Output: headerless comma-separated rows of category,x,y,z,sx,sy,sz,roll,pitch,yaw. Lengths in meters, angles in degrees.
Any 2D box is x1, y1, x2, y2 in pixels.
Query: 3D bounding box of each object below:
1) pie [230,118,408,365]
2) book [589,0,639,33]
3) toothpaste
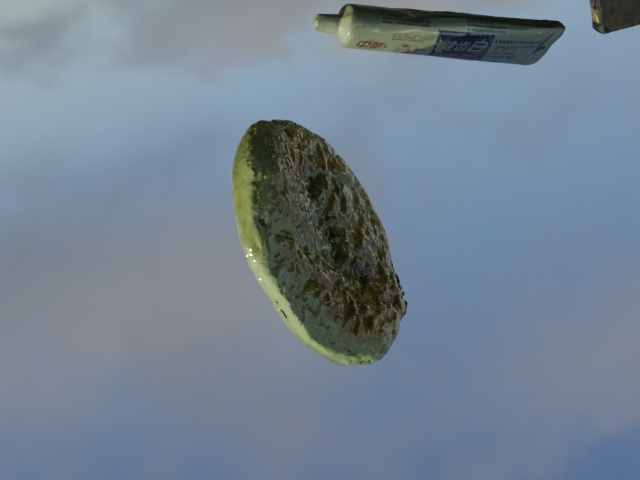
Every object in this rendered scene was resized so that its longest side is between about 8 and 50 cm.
pie,0.000,0.000,1.509,0.054,0.240,0.240,-25,-172,24
book,0.260,-0.269,1.247,0.160,0.228,0.024,-16,-146,-4
toothpaste,0.102,-0.181,1.532,0.233,0.038,0.060,3,145,-23
